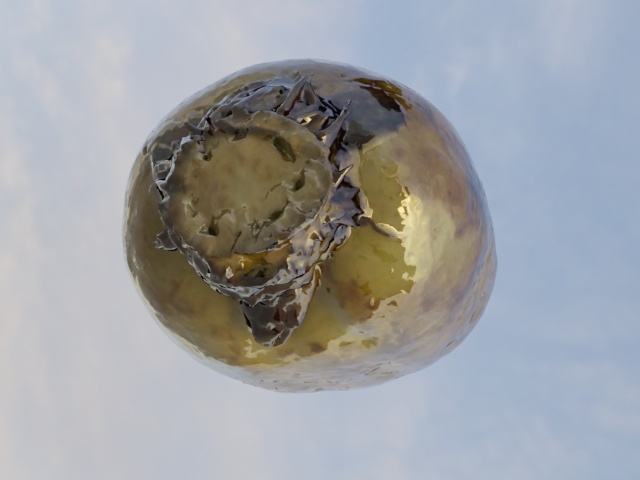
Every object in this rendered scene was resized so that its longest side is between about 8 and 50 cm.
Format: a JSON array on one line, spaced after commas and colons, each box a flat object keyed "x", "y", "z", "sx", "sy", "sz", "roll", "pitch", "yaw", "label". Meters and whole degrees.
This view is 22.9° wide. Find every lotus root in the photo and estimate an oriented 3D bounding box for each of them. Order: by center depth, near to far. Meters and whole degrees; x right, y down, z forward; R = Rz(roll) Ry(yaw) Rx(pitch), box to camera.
[{"x": 0.000, "y": 0.000, "z": 0.770, "sx": 0.314, "sy": 0.169, "sz": 0.141, "roll": 49, "pitch": 32, "yaw": -69, "label": "lotus root"}]
